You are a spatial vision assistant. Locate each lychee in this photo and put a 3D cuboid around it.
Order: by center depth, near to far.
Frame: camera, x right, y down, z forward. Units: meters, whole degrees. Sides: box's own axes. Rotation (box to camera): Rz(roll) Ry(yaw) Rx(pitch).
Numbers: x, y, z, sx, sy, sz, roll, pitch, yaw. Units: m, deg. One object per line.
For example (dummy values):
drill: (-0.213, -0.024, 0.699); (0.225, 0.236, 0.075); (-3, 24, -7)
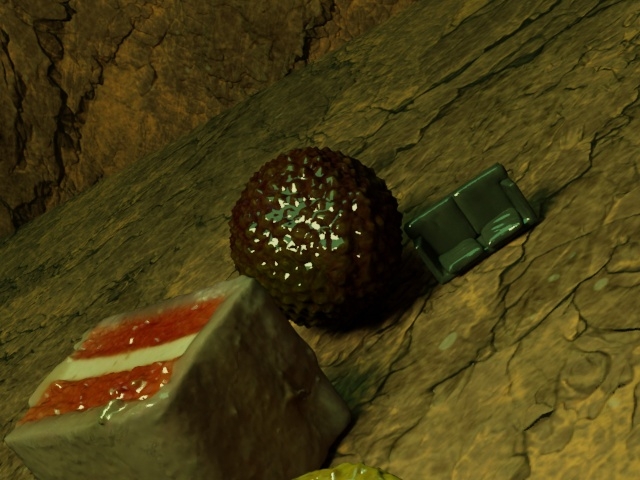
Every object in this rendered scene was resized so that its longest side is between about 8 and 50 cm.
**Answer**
lychee: (0.000, 0.000, 1.458); (0.236, 0.236, 0.271); (-38, 24, -5)

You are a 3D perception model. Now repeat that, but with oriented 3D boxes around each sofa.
sofa: (0.185, -0.020, 1.404); (0.147, 0.085, 0.060); (-33, 17, 7)

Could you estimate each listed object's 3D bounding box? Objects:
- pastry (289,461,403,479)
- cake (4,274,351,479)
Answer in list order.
pastry: (0.001, 0.290, 0.876); (0.235, 0.132, 0.240); (-18, 33, 10)
cake: (-0.161, 0.208, 1.263); (0.309, 0.230, 0.237); (-20, 23, 41)
